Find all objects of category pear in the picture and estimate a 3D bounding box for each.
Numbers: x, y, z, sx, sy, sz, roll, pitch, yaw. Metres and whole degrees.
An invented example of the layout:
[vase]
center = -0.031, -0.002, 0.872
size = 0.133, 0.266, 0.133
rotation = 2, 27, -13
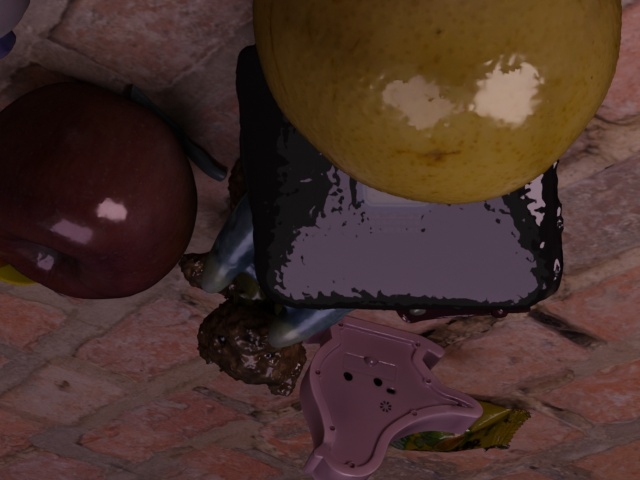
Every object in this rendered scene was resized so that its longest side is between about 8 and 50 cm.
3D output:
[pear]
center = 0.106, -0.202, 1.176
size = 0.349, 0.348, 0.348
rotation = 8, 150, 4

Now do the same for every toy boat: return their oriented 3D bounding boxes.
[toy boat]
center = 0.000, 0.000, 1.622
size = 0.330, 0.123, 0.215
rotation = -41, 105, 18

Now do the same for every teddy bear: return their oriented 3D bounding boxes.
[teddy bear]
center = -0.076, 0.055, 1.779
size = 0.246, 0.222, 0.296
rotation = 14, 149, -2

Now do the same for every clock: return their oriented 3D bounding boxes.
[clock]
center = 0.109, 0.272, 2.045
size = 0.290, 0.275, 0.080
rotation = 12, 146, -10

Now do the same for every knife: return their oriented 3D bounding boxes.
[knife]
center = -0.188, -0.138, 1.689
size = 0.028, 0.015, 0.210
rotation = -4, 147, 36

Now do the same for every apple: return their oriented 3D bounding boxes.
[apple]
center = -0.292, -0.064, 1.622
size = 0.306, 0.235, 0.305
rotation = 18, 156, 8

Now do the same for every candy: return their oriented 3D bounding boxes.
[candy]
center = 0.214, 0.330, 2.305
size = 0.297, 0.081, 0.187
rotation = 2, 151, -8

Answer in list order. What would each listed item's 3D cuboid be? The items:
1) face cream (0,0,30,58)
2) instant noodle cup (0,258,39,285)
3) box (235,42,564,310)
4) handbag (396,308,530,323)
[face cream]
center = -0.438, -0.355, 1.331
size = 0.235, 0.137, 0.420
rotation = -2, 136, 23
[instant noodle cup]
center = -0.459, -0.035, 1.778
size = 0.174, 0.213, 0.213
rotation = -7, 147, 43
[box]
center = 0.090, -0.081, 1.460
size = 0.359, 0.091, 0.350
rotation = -1, 114, 14
[handbag]
center = 0.189, 0.047, 1.830
size = 0.216, 0.074, 0.203
rotation = -3, 148, 20
